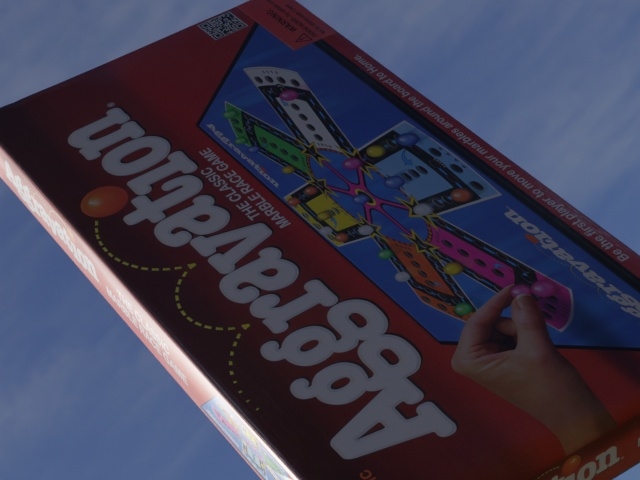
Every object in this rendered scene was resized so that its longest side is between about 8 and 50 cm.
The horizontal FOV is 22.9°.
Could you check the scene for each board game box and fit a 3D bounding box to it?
[{"bbox_3d":[0.000,0.000,0.562,0.145,0.281,0.027,-28,-46,-21],"label":"board game box"}]
